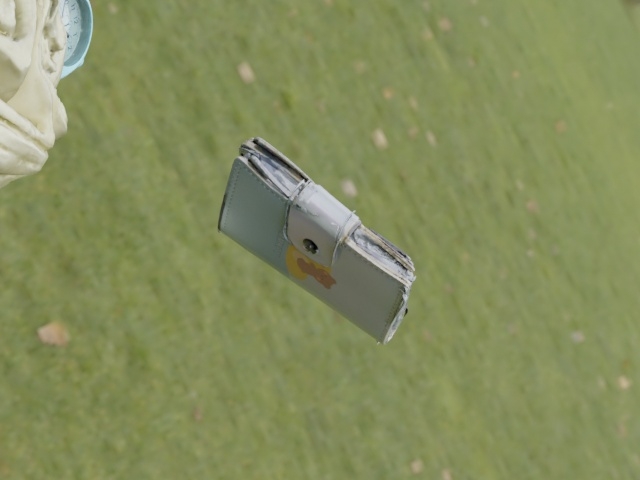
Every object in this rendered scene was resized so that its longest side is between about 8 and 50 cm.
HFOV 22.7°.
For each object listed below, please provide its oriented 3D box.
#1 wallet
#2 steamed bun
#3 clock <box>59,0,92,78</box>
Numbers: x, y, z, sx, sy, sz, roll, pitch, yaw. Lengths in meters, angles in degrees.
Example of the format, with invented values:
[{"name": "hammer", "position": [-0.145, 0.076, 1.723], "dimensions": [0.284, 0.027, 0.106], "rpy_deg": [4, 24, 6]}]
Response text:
[{"name": "wallet", "position": [0.000, 0.000, 1.630], "dimensions": [0.231, 0.069, 0.170], "rpy_deg": [36, -28, 12]}, {"name": "steamed bun", "position": [-0.371, -0.177, 1.499], "dimensions": [0.289, 0.276, 0.203], "rpy_deg": [-51, 157, -34]}, {"name": "clock", "position": [-0.293, -0.241, 1.790], "dimensions": [0.147, 0.045, 0.108], "rpy_deg": [-41, 137, -57]}]
